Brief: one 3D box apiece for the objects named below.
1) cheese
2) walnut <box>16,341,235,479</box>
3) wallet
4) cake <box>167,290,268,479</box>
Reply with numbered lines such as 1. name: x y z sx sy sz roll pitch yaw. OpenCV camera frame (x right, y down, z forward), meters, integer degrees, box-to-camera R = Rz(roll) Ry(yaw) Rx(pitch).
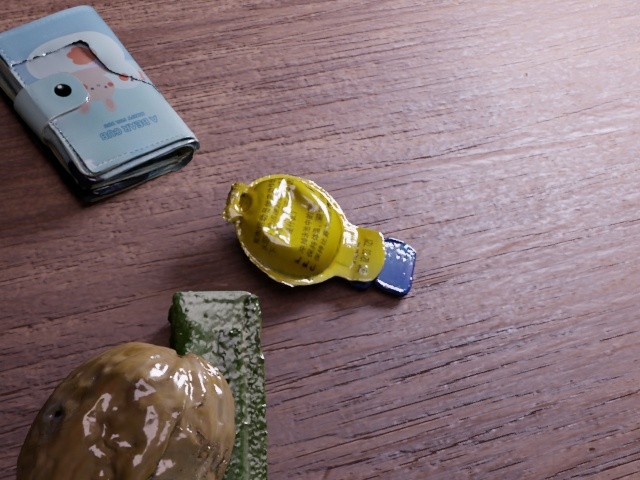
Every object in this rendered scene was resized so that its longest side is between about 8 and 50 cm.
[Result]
1. cheese: 0.000 0.000 1.515 0.250 0.064 0.156 22 56 -10
2. walnut: -0.196 0.215 1.248 0.198 0.198 0.245 29 86 7
3. wallet: -0.288 -0.173 1.556 0.176 0.075 0.250 -26 67 -33
4. cake: -0.110 0.165 1.360 0.100 0.099 0.235 -1 59 -11
